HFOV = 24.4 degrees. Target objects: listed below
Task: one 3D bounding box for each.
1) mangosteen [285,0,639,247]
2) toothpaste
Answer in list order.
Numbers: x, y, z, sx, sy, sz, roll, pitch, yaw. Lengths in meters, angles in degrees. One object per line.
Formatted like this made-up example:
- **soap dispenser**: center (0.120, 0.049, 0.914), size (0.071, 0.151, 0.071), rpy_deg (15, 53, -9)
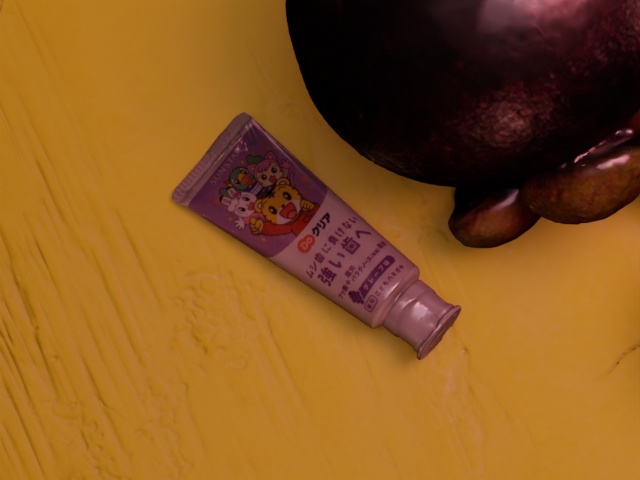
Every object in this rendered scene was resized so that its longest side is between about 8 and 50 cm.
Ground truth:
- **mangosteen**: center (0.179, -0.190, 1.332), size (0.382, 0.382, 0.435), rpy_deg (-39, 123, -2)
- **toothpaste**: center (0.000, 0.000, 1.443), size (0.299, 0.073, 0.114), rpy_deg (37, 87, 13)
